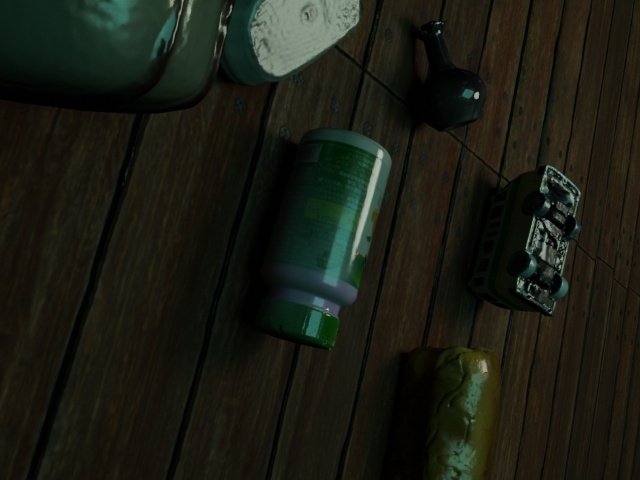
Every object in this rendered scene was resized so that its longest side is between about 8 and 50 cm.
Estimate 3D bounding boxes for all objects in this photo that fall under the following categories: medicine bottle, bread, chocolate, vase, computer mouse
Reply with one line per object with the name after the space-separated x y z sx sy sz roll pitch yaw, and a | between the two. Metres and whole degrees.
0.000 0.000 0.811 0.133 0.133 0.274 31 71 -44 | medicine bottle
0.222 0.351 1.061 0.195 0.148 0.344 17 80 -46 | bread
-0.212 -0.200 0.496 0.283 0.283 0.186 5 107 -48 | chocolate
0.210 -0.283 1.048 0.120 0.120 0.183 -18 91 -46 | vase
-0.042 -0.283 0.770 0.231 0.079 0.128 -39 137 -27 | computer mouse

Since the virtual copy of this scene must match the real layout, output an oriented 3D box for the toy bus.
0.408 0.002 1.235 0.133 0.164 0.276 30 69 -29 | toy bus
